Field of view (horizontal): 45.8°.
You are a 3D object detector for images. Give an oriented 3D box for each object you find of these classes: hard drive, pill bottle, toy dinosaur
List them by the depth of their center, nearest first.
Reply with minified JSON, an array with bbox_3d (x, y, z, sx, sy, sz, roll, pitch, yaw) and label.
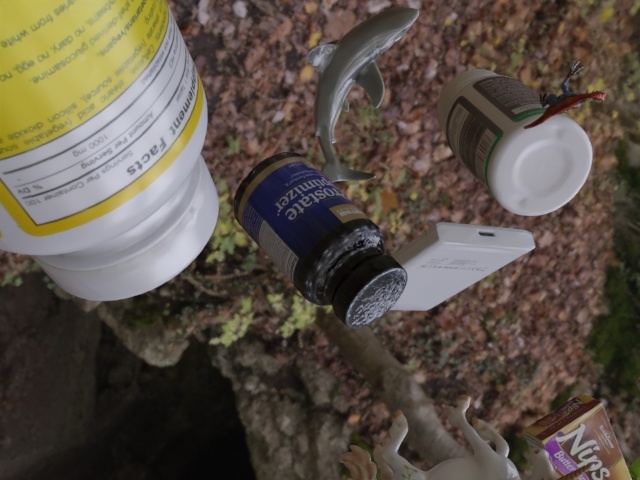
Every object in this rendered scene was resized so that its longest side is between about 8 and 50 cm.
[{"bbox_3d":[-0.181,-0.114,0.458,0.188,0.187,0.334,-46,144,-22],"label":"pill bottle"},{"bbox_3d":[0.284,-0.153,0.857,0.090,0.047,0.082,-65,-164,13],"label":"toy dinosaur"},{"bbox_3d":[0.000,0.000,0.919,0.122,0.219,0.123,-30,146,-23],"label":"pill bottle"},{"bbox_3d":[0.372,-0.215,1.533,0.204,0.204,0.361,-62,-157,22],"label":"pill bottle"},{"bbox_3d":[0.229,0.062,1.543,0.232,0.047,0.353,4,154,-29],"label":"hard drive"}]

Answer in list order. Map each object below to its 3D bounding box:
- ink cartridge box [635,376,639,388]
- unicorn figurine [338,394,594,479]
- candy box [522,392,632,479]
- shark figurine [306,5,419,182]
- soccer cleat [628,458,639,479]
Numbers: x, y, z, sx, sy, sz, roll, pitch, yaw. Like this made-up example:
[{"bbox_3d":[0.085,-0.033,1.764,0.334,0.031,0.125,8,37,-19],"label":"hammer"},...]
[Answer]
[{"bbox_3d":[0.428,0.085,0.810,0.179,0.045,0.145,-37,162,-39],"label":"ink cartridge box"},{"bbox_3d":[0.098,0.157,0.516,0.161,0.111,0.060,-29,123,12],"label":"unicorn figurine"},{"bbox_3d":[0.369,0.324,1.064,0.109,0.187,0.053,-26,-167,-14],"label":"candy box"},{"bbox_3d":[0.016,-0.217,1.081,0.116,0.166,0.278,20,88,-53],"label":"shark figurine"},{"bbox_3d":[0.664,0.490,1.485,0.072,0.179,0.060,-37,-156,-1],"label":"soccer cleat"}]
